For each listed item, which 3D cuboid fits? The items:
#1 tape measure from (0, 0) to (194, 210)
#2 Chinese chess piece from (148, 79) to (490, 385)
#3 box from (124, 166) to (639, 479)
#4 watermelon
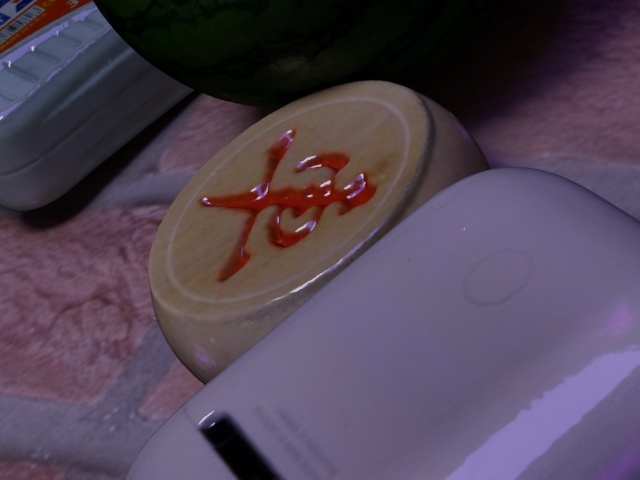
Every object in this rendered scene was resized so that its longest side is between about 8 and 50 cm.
[{"bbox_3d":[-0.232,-0.143,1.506,0.243,0.125,0.246,-40,36,-18],"label":"tape measure"},{"bbox_3d":[0.000,0.000,1.146,0.250,0.097,0.251,-24,35,18],"label":"Chinese chess piece"},{"bbox_3d":[0.062,0.118,0.908,0.349,0.141,0.288,-40,35,-6],"label":"box"},{"bbox_3d":[-0.016,-0.259,1.260,0.363,0.363,0.363,-24,36,18],"label":"watermelon"}]
